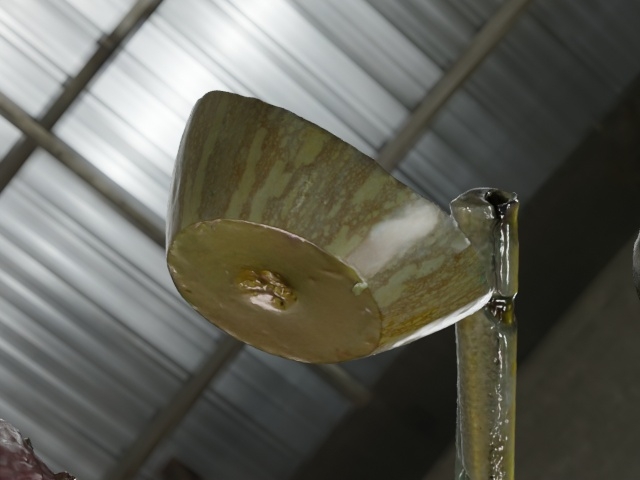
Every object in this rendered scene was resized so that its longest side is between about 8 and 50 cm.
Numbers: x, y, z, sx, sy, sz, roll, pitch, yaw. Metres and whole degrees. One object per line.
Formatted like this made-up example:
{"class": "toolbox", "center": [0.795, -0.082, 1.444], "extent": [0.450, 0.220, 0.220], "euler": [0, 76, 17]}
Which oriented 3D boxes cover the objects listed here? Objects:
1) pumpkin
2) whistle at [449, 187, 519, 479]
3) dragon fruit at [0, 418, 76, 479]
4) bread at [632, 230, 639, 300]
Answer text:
{"class": "pumpkin", "center": [-0.014, 0.011, 1.103], "extent": [0.110, 0.217, 0.217], "euler": [-52, -158, -25]}
{"class": "whistle", "center": [0.165, 0.110, 1.835], "extent": [0.068, 0.326, 0.057], "euler": [11, -159, 35]}
{"class": "dragon fruit", "center": [-0.330, 0.301, 1.515], "extent": [0.329, 0.329, 0.329], "euler": [-39, -154, 24]}
{"class": "bread", "center": [0.411, -0.019, 1.337], "extent": [0.366, 0.382, 0.129], "euler": [-29, -128, -4]}
